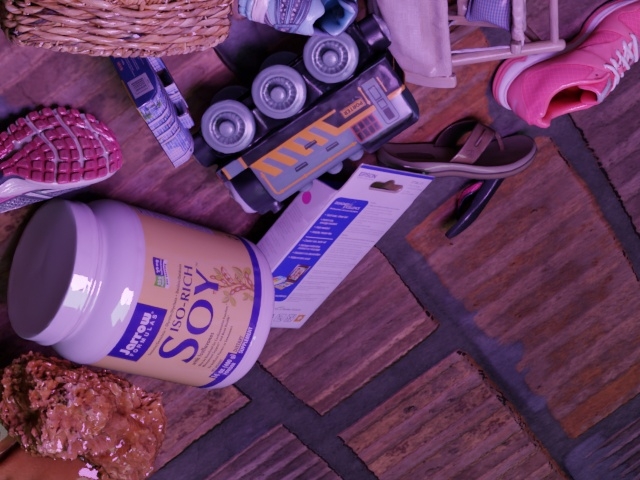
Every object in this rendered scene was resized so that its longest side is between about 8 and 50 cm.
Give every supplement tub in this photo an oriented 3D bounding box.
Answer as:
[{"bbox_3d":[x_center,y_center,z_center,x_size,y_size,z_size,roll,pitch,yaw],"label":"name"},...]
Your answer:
[{"bbox_3d":[-0.260,0.076,2.000,0.331,0.241,0.241,16,118,-36],"label":"supplement tub"}]

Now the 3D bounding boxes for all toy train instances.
[{"bbox_3d":[-0.021,-0.175,1.937,0.334,0.142,0.190,-33,103,12],"label":"toy train"}]

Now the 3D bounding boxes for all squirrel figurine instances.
[{"bbox_3d":[-0.448,0.263,2.039,0.397,0.281,0.370,-29,118,31],"label":"squirrel figurine"}]

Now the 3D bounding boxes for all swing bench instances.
[{"bbox_3d":[0.194,-0.368,1.921,0.255,0.165,0.253,-20,133,-10],"label":"swing bench"}]

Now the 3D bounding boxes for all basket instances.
[{"bbox_3d":[-0.246,-0.363,1.667,0.299,0.213,0.223,-3,128,-25],"label":"basket"}]

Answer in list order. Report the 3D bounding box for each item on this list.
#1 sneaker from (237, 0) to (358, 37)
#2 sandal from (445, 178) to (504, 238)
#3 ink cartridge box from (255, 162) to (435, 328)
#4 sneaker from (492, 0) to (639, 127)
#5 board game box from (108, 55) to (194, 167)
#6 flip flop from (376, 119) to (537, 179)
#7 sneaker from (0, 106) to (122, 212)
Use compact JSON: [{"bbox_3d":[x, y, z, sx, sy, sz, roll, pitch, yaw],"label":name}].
[{"bbox_3d":[-0.003,-0.313,1.821,0.283,0.122,0.110,-33,150,-61],"label":"sneaker"},{"bbox_3d":[0.261,-0.079,2.275,0.179,0.040,0.067,-54,166,11],"label":"sandal"},{"bbox_3d":[0.000,0.000,2.129,0.176,0.069,0.371,6,136,-47],"label":"ink cartridge box"},{"bbox_3d":[0.432,-0.266,2.145,0.314,0.136,0.116,-29,135,-3],"label":"sneaker"},{"bbox_3d":[-0.224,-0.203,1.856,0.060,0.194,0.194,-30,148,0],"label":"board game box"},{"bbox_3d":[0.220,-0.150,2.167,0.277,0.112,0.080,-2,113,-19],"label":"flip flop"},{"bbox_3d":[-0.420,-0.099,1.880,0.299,0.121,0.112,-12,160,-19],"label":"sneaker"}]
